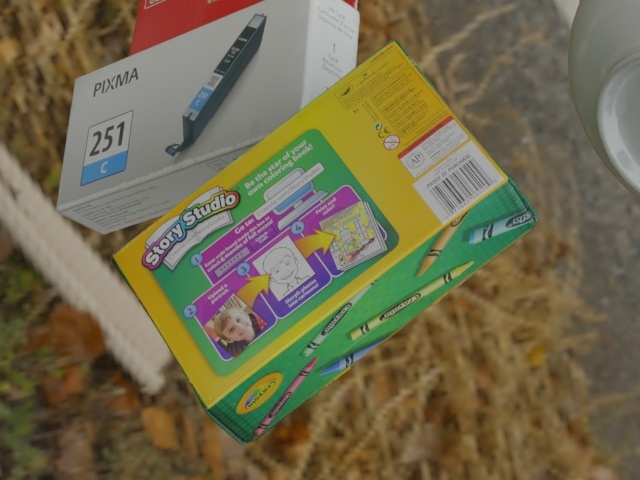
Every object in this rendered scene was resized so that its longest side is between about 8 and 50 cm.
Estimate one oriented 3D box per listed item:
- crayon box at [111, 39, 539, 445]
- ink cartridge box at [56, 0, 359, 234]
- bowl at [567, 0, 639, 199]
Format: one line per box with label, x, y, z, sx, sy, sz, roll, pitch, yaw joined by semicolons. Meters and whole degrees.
crayon box;0.000;0.000;1.381;0.165;0.278;0.081;54;3;35
ink cartridge box;-0.094;-0.162;1.596;0.066;0.296;0.261;30;55;-41
bowl;0.296;-0.107;1.366;0.134;0.298;0.298;-44;113;-39
